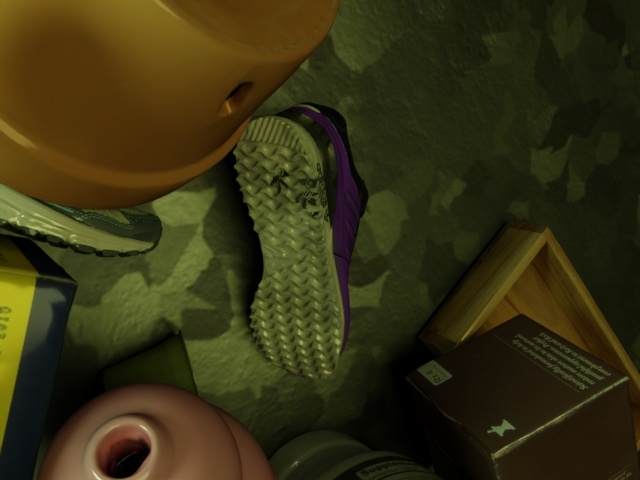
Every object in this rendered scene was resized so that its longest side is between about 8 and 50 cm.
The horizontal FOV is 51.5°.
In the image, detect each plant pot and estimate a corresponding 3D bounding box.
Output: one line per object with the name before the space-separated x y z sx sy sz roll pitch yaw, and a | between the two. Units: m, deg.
plant pot | -0.122 -0.183 0.458 0.291 0.203 0.291 14 70 -43
plant pot | -0.159 0.135 0.622 0.079 0.083 0.083 -15 106 -15

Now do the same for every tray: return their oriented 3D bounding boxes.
tray | 0.316 0.188 0.911 0.203 0.076 0.411 -48 117 -15

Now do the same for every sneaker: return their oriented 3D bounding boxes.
sneaker | -0.242 -0.073 0.516 0.283 0.110 0.122 26 81 -31
sneaker | 0.001 0.000 0.675 0.146 0.102 0.293 -45 140 -52

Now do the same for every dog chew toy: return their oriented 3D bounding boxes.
dog chew toy | -0.123 0.217 0.515 0.206 0.206 0.332 -32 152 -23

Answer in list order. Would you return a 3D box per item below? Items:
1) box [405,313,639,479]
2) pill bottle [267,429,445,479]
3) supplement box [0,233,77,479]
box | 0.223 0.226 0.726 0.167 0.168 0.203 -24 114 -14
pill bottle | 0.081 0.329 0.622 0.210 0.363 0.210 -6 101 -31
supplement box | -0.368 0.073 0.412 0.356 0.195 0.194 13 91 -32
